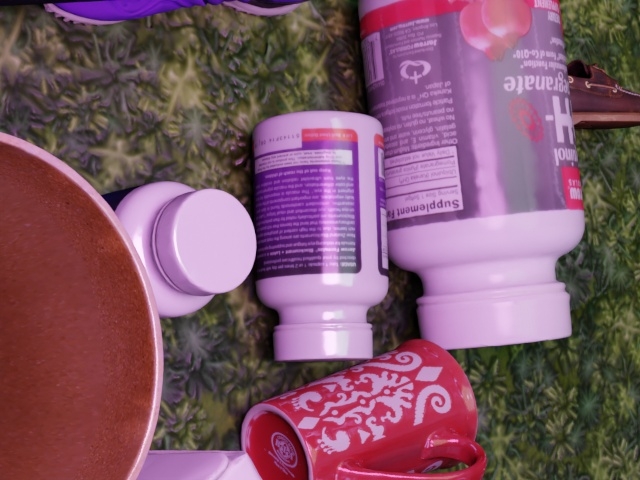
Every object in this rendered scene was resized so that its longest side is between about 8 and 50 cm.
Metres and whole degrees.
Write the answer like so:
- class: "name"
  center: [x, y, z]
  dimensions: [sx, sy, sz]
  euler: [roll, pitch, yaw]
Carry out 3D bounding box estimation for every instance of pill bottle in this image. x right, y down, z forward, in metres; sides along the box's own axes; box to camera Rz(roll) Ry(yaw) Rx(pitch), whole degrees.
- class: "pill bottle"
  center: [-0.124, 0.009, 0.976]
  dimensions: [0.094, 0.169, 0.094]
  euler: [7, 79, -42]
- class: "pill bottle"
  center: [0.000, 0.000, 1.131]
  dimensions: [0.108, 0.108, 0.194]
  euler: [5, 80, -41]
- class: "pill bottle"
  center: [0.134, -0.069, 1.217]
  dimensions: [0.176, 0.176, 0.319]
  euler: [-4, 86, -42]

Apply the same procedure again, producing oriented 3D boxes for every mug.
- class: "mug"
  center: [0.040, 0.152, 1.124]
  dimensions: [0.169, 0.150, 0.113]
  euler: [-13, 94, -38]

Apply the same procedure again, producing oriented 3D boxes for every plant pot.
- class: "plant pot"
  center: [-0.257, 0.071, 0.790]
  dimensions: [0.237, 0.254, 0.237]
  euler: [6, 80, -41]

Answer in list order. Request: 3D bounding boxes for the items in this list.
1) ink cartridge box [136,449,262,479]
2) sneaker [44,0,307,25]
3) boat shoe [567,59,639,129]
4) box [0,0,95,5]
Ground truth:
- class: "ink cartridge box"
  center: [-0.101, 0.377, 0.944]
  dimensions: [0.285, 0.166, 0.395]
  euler: [-39, 110, -39]
- class: "sneaker"
  center: [-0.079, -0.231, 1.069]
  dimensions: [0.293, 0.146, 0.102]
  euler: [-12, 92, -43]
- class: "boat shoe"
  center: [0.262, -0.146, 1.412]
  dimensions: [0.207, 0.073, 0.073]
  euler: [-3, 88, -42]
- class: "box"
  center: [-0.128, -0.373, 0.733]
  dimensions: [0.480, 0.297, 0.472]
  euler: [-16, 101, -50]
